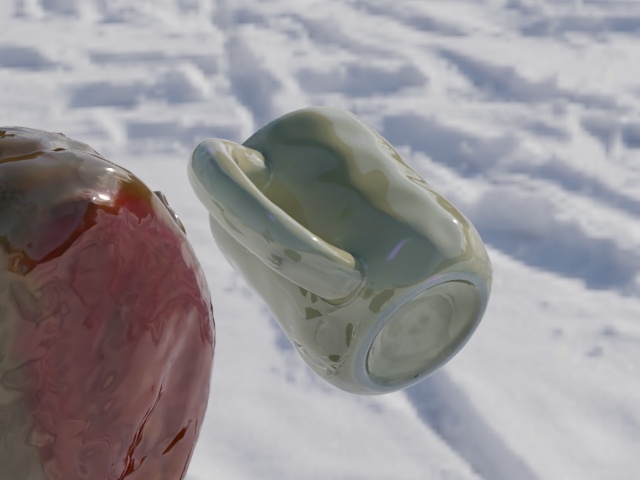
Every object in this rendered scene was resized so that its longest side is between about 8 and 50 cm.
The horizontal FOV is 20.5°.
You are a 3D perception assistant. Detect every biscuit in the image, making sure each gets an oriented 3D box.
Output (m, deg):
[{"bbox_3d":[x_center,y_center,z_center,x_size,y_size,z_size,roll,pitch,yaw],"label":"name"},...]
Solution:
[{"bbox_3d":[-0.170,0.190,0.476,0.076,0.368,0.394,27,44,36],"label":"biscuit"}]

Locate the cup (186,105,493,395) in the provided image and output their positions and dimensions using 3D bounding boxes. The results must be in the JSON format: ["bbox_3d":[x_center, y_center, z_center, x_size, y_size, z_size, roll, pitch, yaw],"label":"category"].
[{"bbox_3d":[0.017,-0.011,1.409,0.173,0.255,0.202,-36,56,-8],"label":"cup"}]
